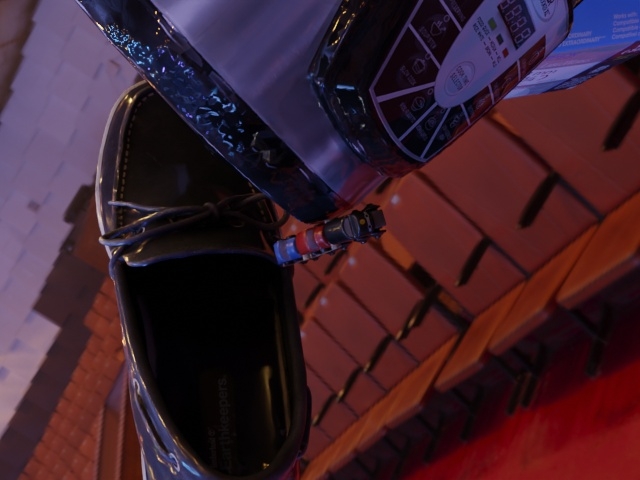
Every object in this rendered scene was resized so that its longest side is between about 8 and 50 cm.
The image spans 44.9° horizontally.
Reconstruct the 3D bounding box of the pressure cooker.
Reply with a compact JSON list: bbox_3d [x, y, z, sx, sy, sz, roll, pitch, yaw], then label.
[{"bbox_3d":[0.028,-0.270,0.620,0.420,0.375,0.370,-42,14,5],"label":"pressure cooker"}]

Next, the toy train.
[{"bbox_3d":[0.000,0.000,0.611,0.036,0.027,0.158,-15,-3,-27],"label":"toy train"}]

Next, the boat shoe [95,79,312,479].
[{"bbox_3d":[-0.108,0.025,0.719,0.156,0.187,0.500,112,151,-54],"label":"boat shoe"}]

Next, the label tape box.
[{"bbox_3d":[0.357,-0.299,1.080,0.241,0.106,0.334,-13,-4,-23],"label":"label tape box"}]
